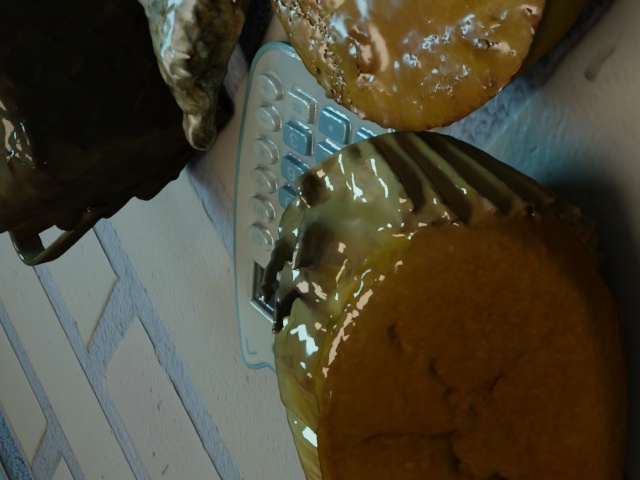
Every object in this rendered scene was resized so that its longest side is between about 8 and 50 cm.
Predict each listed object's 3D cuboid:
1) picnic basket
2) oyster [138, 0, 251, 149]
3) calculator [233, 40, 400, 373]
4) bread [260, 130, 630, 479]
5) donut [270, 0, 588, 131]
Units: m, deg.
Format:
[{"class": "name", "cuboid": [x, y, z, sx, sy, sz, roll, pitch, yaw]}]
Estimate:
[{"class": "picnic basket", "cuboid": [-0.292, -0.130, 1.220, 0.321, 0.291, 0.254, -30, 82, 51]}, {"class": "oyster", "cuboid": [-0.144, -0.297, 1.068, 0.204, 0.111, 0.396, -43, 67, 55]}, {"class": "calculator", "cuboid": [0.000, 0.000, 1.065, 0.256, 0.054, 0.386, 37, 136, 43]}, {"class": "bread", "cuboid": [0.097, 0.114, 0.825, 0.183, 0.236, 0.389, -126, 19, -57]}, {"class": "donut", "cuboid": [0.069, -0.212, 0.747, 0.277, 0.108, 0.277, 32, 135, 38]}]
